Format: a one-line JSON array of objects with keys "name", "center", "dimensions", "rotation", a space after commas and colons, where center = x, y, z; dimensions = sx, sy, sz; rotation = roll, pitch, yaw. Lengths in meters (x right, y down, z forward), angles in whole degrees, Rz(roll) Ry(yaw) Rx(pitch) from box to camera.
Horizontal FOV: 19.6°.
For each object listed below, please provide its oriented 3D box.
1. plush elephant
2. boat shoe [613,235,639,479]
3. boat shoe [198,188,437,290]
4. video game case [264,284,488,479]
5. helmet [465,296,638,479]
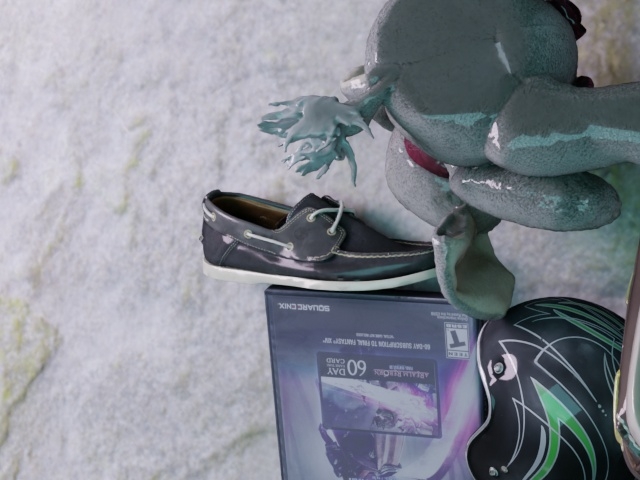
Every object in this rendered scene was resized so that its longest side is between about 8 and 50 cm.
[{"name": "plush elephant", "center": [0.135, -0.095, 1.436], "dimensions": [0.330, 0.255, 0.272], "rotation": [-22, 70, 5]}, {"name": "boat shoe", "center": [0.291, 0.029, 1.411], "dimensions": [0.116, 0.097, 0.324], "rotation": [16, 67, 0]}, {"name": "boat shoe", "center": [0.000, 0.000, 1.600], "dimensions": [0.233, 0.084, 0.079], "rotation": [6, 104, 26]}, {"name": "video game case", "center": [0.054, 0.175, 1.613], "dimensions": [0.196, 0.026, 0.274], "rotation": [2, 106, 24]}, {"name": "helmet", "center": [0.200, 0.129, 1.487], "dimensions": [0.169, 0.169, 0.161], "rotation": [25, 122, 19]}]
